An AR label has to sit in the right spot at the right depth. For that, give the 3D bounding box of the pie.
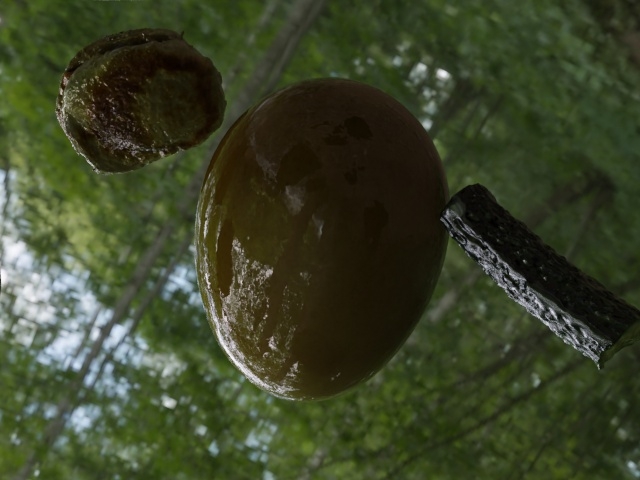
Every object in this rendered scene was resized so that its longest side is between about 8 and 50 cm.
[{"bbox_3d":[-0.219,-0.167,1.386,0.205,0.179,0.084,-20,-143,5],"label":"pie"}]

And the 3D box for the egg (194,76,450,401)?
[{"bbox_3d":[0.000,0.000,1.119,0.250,0.323,0.250,8,-178,0],"label":"egg"}]

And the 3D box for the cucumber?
[{"bbox_3d":[0.168,0.025,0.881,0.058,0.058,0.187,0,-145,-48],"label":"cucumber"}]
